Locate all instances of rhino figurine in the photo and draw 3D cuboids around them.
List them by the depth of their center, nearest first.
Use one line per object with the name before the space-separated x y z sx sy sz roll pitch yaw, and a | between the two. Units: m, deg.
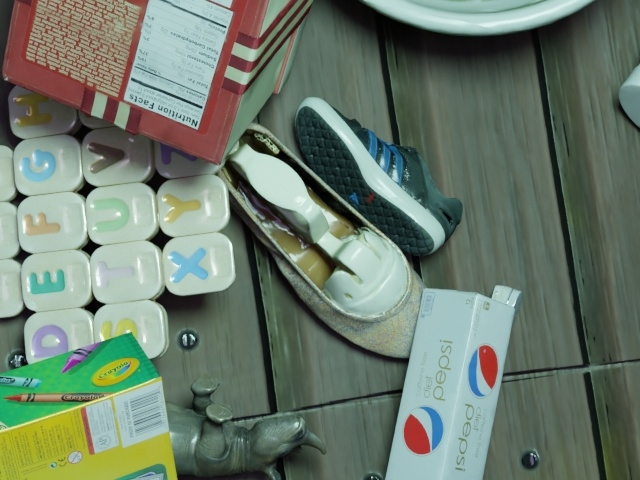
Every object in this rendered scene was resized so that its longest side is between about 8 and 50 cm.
rhino figurine | -0.113 0.187 1.330 0.243 0.073 0.106 7 126 -9

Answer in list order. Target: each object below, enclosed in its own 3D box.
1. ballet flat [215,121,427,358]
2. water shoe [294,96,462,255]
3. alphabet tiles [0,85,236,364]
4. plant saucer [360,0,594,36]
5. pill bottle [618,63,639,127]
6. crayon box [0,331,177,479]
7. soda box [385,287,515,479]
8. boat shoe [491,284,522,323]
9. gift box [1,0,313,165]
ballet flat | 0.000 0.000 1.366 0.316 0.106 0.107 41 77 -2
water shoe | 0.058 -0.073 1.416 0.203 0.073 0.080 48 51 0
alphabet tiles | -0.223 -0.021 1.330 0.278 0.021 0.284 -6 84 9
plant saucer | 0.161 -0.386 1.426 0.400 0.100 0.400 -1 77 5
pill bottle | 0.416 -0.203 1.458 0.119 0.119 0.208 42 77 -2
crayon box | -0.212 0.235 1.225 0.165 0.081 0.278 -17 123 -20
soda box | 0.127 0.160 1.367 0.074 0.069 0.216 21 79 -48
boat shoe | 0.174 0.092 1.423 0.035 0.035 0.100 19 82 21
gift box | -0.110 -0.259 1.261 0.255 0.258 0.276 26 121 1
